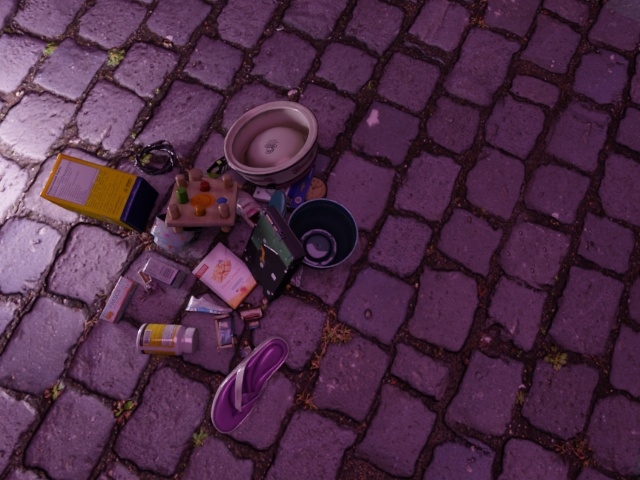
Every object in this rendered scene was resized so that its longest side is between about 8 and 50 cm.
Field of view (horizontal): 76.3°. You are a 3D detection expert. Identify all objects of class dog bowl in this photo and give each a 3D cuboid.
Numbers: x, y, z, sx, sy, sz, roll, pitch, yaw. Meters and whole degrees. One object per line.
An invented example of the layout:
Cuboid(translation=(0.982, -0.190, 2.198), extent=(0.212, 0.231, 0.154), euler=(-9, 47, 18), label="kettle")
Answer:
Cuboid(translation=(-0.192, -0.392, 1.720), extent=(0.407, 0.150, 0.408), euler=(-6, 59, 10), label="dog bowl")

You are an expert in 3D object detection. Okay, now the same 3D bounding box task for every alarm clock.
Cuboid(translation=(-0.022, -0.233, 1.795), extent=(0.129, 0.064, 0.192), euler=(35, 77, 9), label="alarm clock")

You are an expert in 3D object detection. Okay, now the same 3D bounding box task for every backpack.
Cuboid(translation=(-0.596, -0.035, 1.660), extent=(0.165, 0.188, 0.145), euler=(30, 94, 2), label="backpack")

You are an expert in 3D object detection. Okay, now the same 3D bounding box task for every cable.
Cuboid(translation=(-0.733, -0.357, 1.804), extent=(0.184, 0.047, 0.151), euler=(-23, 84, -10), label="cable")

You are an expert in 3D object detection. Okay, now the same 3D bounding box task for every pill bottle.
Cuboid(translation=(-0.597, 0.390, 1.600), extent=(0.208, 0.119, 0.119), euler=(3, 77, -2), label="pill bottle")

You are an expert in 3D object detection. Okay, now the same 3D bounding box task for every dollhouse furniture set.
Cuboid(translation=(-0.316, 0.349, 1.617), extent=(0.183, 0.129, 0.130), euler=(-11, 78, -5), label="dollhouse furniture set")
Cuboid(translation=(-0.730, 0.175, 1.660), extent=(0.091, 0.081, 0.114), euler=(-35, 81, -10), label="dollhouse furniture set")

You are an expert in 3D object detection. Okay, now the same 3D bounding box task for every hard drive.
Cuboid(translation=(-0.188, 0.058, 1.560), extent=(0.064, 0.339, 0.237), euler=(-21, 66, -35), label="hard drive")

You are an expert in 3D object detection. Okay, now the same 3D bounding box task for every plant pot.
Cuboid(translation=(0.000, 0.000, 1.646), extent=(0.271, 0.255, 0.272), euler=(1, 76, -4), label="plant pot")

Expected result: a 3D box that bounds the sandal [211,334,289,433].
Cuboid(translation=(-0.269, 0.547, 1.563), extent=(0.169, 0.102, 0.416), euler=(39, 76, -21), label="sandal")

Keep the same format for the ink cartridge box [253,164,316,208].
Cuboid(translation=(-0.155, -0.259, 1.764), extent=(0.223, 0.045, 0.224), euler=(12, 74, 20), label="ink cartridge box")

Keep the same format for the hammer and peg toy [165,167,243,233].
Cuboid(translation=(-0.453, -0.187, 1.622), extent=(0.265, 0.127, 0.361), euler=(-1, 45, -5), label="hammer and peg toy")

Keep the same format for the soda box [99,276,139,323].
Cuboid(translation=(-0.814, 0.241, 1.651), extent=(0.058, 0.063, 0.183), euler=(22, 77, 3), label="soda box")

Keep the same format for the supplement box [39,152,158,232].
Cuboid(translation=(-0.896, -0.190, 1.677), extent=(0.356, 0.195, 0.194), euler=(17, 77, 0), label="supplement box")

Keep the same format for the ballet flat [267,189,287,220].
Cuboid(translation=(-0.180, -0.081, 1.689), extent=(0.083, 0.087, 0.248), euler=(7, 83, 19), label="ballet flat")

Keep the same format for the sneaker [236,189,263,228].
Cuboid(translation=(-0.294, -0.127, 1.734), extent=(0.103, 0.111, 0.252), euler=(-43, 83, -11), label="sneaker")

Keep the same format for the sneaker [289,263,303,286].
Cuboid(translation=(-0.110, 0.143, 1.720), extent=(0.069, 0.038, 0.098), euler=(12, 77, -1), label="sneaker")

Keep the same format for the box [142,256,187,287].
Cuboid(translation=(-0.625, 0.133, 1.646), extent=(0.126, 0.137, 0.072), euler=(25, 79, 3), label="box")

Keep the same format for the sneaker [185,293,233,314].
Cuboid(translation=(-0.449, 0.261, 1.664), extent=(0.190, 0.071, 0.083), euler=(8, 71, -1), label="sneaker")

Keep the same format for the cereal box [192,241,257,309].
Cuboid(translation=(-0.388, 0.147, 1.700), extent=(0.240, 0.047, 0.173), euler=(39, 77, 6), label="cereal box")

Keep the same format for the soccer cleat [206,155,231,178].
Cuboid(translation=(-0.428, -0.341, 1.795), extent=(0.060, 0.072, 0.179), euler=(44, 79, 7), label="soccer cleat")

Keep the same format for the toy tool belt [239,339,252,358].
Cuboid(translation=(-0.303, 0.449, 1.637), extent=(0.051, 0.052, 0.083), euler=(-23, 79, -16), label="toy tool belt")
